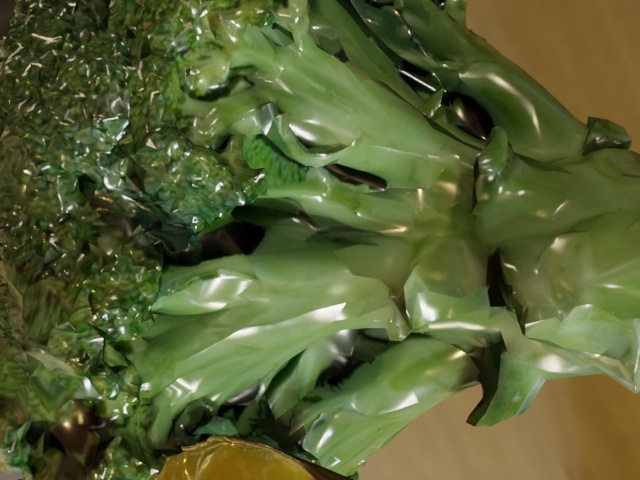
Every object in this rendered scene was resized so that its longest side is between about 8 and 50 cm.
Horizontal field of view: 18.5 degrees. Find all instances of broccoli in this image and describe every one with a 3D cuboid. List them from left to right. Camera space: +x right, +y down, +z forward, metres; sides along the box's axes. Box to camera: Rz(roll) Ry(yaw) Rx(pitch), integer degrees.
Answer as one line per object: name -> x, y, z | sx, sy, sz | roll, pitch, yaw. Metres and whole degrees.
broccoli -> 0.000, 0.000, 0.686 | 0.270, 0.270, 0.270 | 10, 128, 22

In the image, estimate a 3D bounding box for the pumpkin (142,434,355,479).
pumpkin -> 0.006, 0.154, 0.438 | 0.217, 0.110, 0.217 | -173, 90, -69
